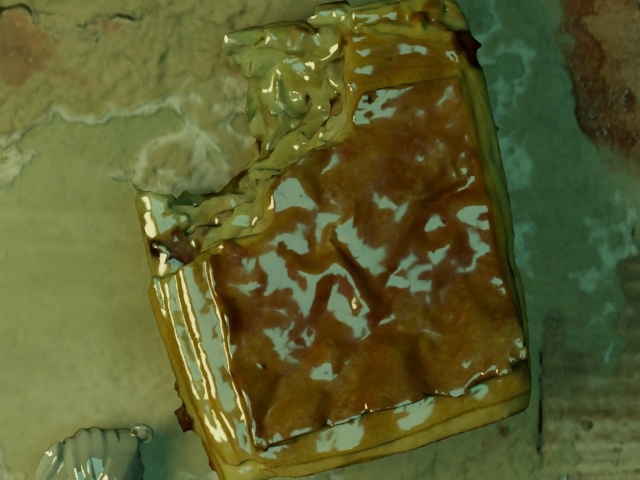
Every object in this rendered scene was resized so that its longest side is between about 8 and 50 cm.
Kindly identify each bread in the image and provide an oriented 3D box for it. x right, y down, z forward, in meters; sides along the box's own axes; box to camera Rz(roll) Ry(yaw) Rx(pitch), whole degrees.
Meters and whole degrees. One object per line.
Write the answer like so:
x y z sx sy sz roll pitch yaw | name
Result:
0.000 0.000 1.556 0.314 0.191 0.370 -13 82 -13 | bread

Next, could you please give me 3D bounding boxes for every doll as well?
-0.204 0.212 1.544 0.180 0.079 0.094 -47 119 0 | doll
